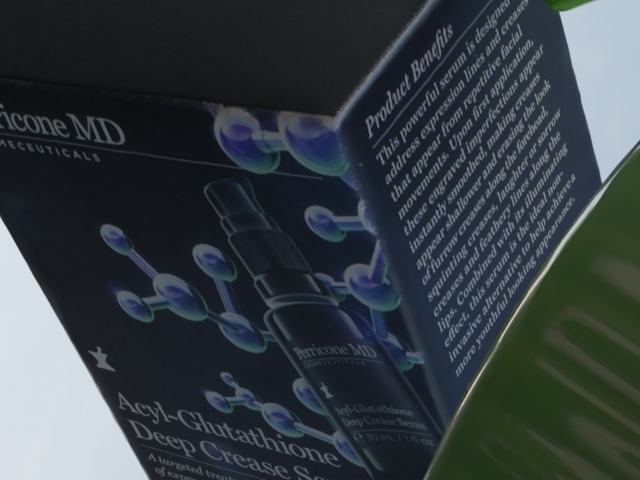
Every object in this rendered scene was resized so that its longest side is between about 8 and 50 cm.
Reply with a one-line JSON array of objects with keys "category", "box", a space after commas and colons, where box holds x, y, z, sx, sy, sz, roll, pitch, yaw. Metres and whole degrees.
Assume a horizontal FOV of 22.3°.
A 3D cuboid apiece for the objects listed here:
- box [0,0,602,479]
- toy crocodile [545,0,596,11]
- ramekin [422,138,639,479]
[{"category": "box", "box": [0.000, 0.000, 0.995, 0.293, 0.395, 0.212, 9, -133, 35]}, {"category": "toy crocodile", "box": [0.256, -0.206, 0.832, 0.105, 0.340, 0.115, 58, -20, -8]}, {"category": "ramekin", "box": [0.157, 0.076, 0.516, 0.148, 0.303, 0.303, 34, -68, 27]}]
